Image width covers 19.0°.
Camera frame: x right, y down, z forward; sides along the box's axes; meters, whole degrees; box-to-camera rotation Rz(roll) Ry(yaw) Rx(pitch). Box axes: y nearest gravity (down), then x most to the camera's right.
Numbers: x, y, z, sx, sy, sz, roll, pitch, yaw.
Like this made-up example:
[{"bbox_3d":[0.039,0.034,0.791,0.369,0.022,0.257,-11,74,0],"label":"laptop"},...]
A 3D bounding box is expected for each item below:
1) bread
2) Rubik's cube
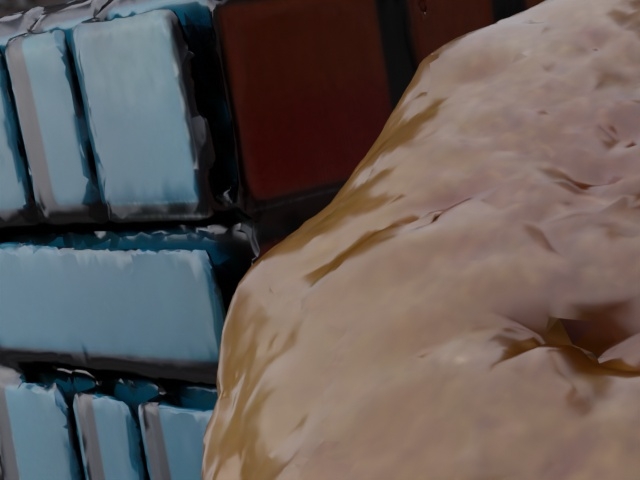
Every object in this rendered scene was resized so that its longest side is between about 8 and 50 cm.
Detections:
[{"bbox_3d":[0.134,0.056,0.418,0.312,0.312,0.172,-21,-47,-9],"label":"bread"},{"bbox_3d":[0.000,0.000,0.963,0.293,0.283,0.288,-11,7,-36],"label":"Rubik's cube"}]
